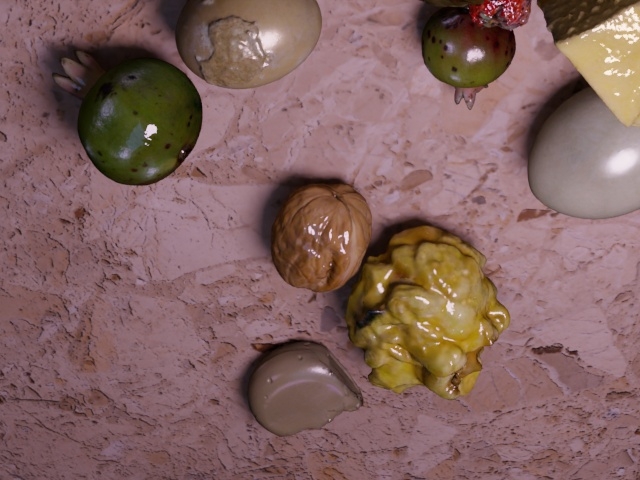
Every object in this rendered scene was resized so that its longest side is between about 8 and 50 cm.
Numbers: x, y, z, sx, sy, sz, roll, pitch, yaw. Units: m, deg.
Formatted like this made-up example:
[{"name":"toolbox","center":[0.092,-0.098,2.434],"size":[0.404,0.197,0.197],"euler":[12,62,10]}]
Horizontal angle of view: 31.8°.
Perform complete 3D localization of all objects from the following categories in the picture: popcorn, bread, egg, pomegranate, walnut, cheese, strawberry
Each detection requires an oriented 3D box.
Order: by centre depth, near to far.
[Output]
[{"name":"bread","center":[0.424,-0.304,1.410],"size":[0.236,0.263,0.198],"euler":[-36,120,25]},{"name":"strawberry","center":[0.236,-0.316,1.440],"size":[0.083,0.096,0.083],"euler":[22,164,7]},{"name":"egg","center":[-0.097,-0.283,1.512],"size":[0.201,0.164,0.164],"euler":[-13,124,7]},{"name":"pomegranate","center":[0.212,-0.256,1.541],"size":[0.129,0.129,0.159],"euler":[-27,132,21]},{"name":"egg","center":[0.409,-0.128,1.581],"size":[0.253,0.186,0.186],"euler":[-30,119,20]},{"name":"pomegranate","center":[-0.279,-0.186,1.596],"size":[0.225,0.187,0.187],"euler":[40,123,9]},{"name":"walnut","center":[0.000,0.000,1.724],"size":[0.155,0.155,0.184],"euler":[13,128,-7]},{"name":"popcorn","center":[0.166,0.121,1.766],"size":[0.252,0.215,0.286],"euler":[19,130,10]},{"name":"cheese","center":[-0.041,0.262,1.954],"size":[0.202,0.091,0.175],"euler":[-32,119,25]}]

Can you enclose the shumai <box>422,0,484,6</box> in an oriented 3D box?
[{"name":"shumai","center":[0.192,-0.473,1.266],"size":[0.324,0.397,0.323],"euler":[-37,103,-17]}]
